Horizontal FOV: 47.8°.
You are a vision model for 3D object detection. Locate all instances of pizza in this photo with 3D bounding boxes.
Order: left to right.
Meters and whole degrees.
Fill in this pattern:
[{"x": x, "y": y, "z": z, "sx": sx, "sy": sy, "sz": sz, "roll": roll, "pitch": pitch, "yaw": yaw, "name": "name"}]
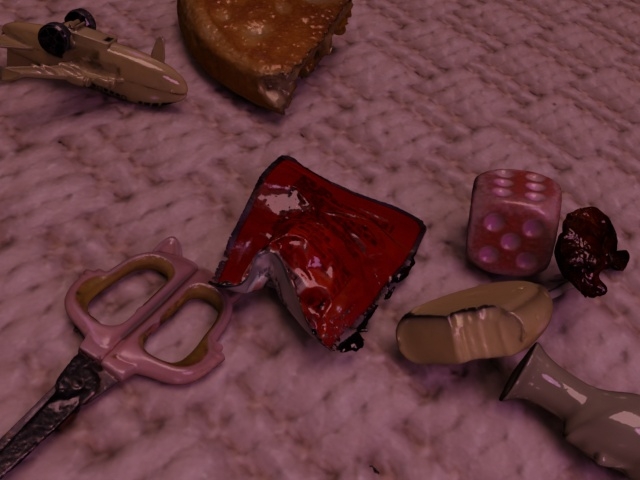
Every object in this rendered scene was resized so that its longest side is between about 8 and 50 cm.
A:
[{"x": -0.114, "y": -0.298, "z": 1.006, "sx": 0.269, "sy": 0.087, "sz": 0.257, "roll": 23, "pitch": 48, "yaw": 10, "name": "pizza"}]

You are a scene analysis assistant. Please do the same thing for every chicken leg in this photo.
[{"x": 0.287, "y": 0.008, "z": 0.766, "sx": 0.219, "sy": 0.048, "sz": 0.089, "roll": -14, "pitch": 89, "yaw": -61, "name": "chicken leg"}]

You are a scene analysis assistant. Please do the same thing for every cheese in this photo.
[{"x": 0.194, "y": 0.063, "z": 0.717, "sx": 0.256, "sy": 0.127, "sz": 0.050, "roll": -16, "pitch": 95, "yaw": -41, "name": "cheese"}]

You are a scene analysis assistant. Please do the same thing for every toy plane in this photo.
[{"x": -0.280, "y": -0.223, "z": 0.880, "sx": 0.245, "sy": 0.092, "sz": 0.229, "roll": 12, "pitch": 29, "yaw": 1, "name": "toy plane"}]

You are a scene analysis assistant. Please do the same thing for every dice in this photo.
[{"x": 0.208, "y": -0.021, "z": 0.788, "sx": 0.094, "sy": 0.091, "sz": 0.093, "roll": 9, "pitch": 31, "yaw": 11, "name": "dice"}]

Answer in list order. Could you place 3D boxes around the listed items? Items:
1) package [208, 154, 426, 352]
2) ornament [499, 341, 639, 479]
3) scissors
[{"x": 0.000, "y": 0.000, "z": 0.743, "sx": 0.194, "sy": 0.071, "sz": 0.269, "roll": 35, "pitch": 41, "yaw": 0, "name": "package"}, {"x": 0.244, "y": 0.158, "z": 0.643, "sx": 0.156, "sy": 0.074, "sz": 0.081, "roll": 30, "pitch": 51, "yaw": 13, "name": "ornament"}, {"x": -0.188, "y": 0.106, "z": 0.612, "sx": 0.160, "sy": 0.024, "sz": 0.317, "roll": 30, "pitch": 45, "yaw": 13, "name": "scissors"}]
